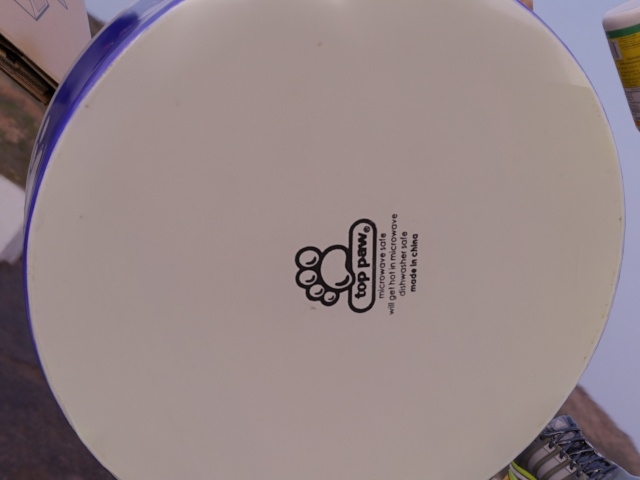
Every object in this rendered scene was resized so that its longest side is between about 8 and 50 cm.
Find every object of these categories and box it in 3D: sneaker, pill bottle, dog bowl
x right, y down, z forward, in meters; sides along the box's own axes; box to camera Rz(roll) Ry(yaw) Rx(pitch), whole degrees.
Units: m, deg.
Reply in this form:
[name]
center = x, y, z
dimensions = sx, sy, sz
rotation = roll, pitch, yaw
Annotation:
[sneaker]
center = 0.365, 0.326, 1.267
dimensions = 0.300, 0.111, 0.121
rotation = 3, -71, 66
[pill bottle]
center = 0.431, -0.197, 1.058
dimensions = 0.208, 0.118, 0.117
rotation = 67, -15, -13
[dog bowl]
center = 0.000, 0.000, 0.403
dimensions = 0.265, 0.265, 0.104
rotation = 40, 2, -22

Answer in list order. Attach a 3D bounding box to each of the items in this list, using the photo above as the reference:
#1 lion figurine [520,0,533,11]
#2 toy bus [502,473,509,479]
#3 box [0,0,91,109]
[lion figurine]
center = 0.129, -0.298, 0.836
dimensions = 0.142, 0.240, 0.392
rotation = -73, 148, -58
[toy bus]
center = 0.425, 0.542, 1.471
dimensions = 0.333, 0.130, 0.108
rotation = 41, -18, 20
[box]
center = -0.201, -0.181, 0.537
dimensions = 0.164, 0.021, 0.201
rotation = 46, 22, -55
